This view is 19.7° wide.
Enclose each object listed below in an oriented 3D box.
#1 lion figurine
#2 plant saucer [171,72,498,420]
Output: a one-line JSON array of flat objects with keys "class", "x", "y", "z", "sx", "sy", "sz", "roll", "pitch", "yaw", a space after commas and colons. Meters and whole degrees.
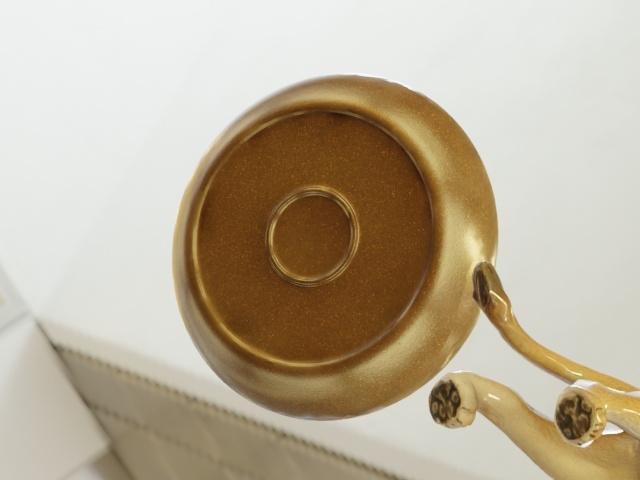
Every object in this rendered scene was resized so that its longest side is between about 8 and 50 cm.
[{"class": "lion figurine", "x": 0.226, "y": 0.186, "z": 1.037, "sx": 0.142, "sy": 0.240, "sz": 0.392, "roll": -44, "pitch": -129, "yaw": 38}, {"class": "plant saucer", "x": 0.000, "y": 0.000, "z": 1.595, "sx": 0.310, "sy": 0.310, "sz": 0.050, "roll": 46, "pitch": 9, "yaw": 22}]
